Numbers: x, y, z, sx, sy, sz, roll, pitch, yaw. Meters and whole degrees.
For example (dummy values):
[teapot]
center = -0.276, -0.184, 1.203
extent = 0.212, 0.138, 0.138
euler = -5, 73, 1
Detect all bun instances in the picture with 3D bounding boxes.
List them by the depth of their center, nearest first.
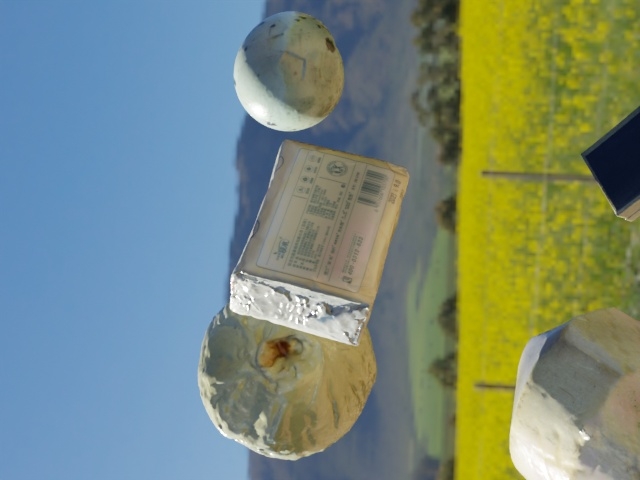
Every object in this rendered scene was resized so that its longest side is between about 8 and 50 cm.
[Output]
[bun]
center = -0.045, 0.145, 1.455
extent = 0.134, 0.220, 0.220
euler = 90, -176, -64

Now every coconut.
[coconut]
center = 0.447, 0.274, 1.951
extent = 0.352, 0.352, 0.353
euler = 2, -90, -84

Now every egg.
[egg]
center = -0.032, -0.201, 1.412
extent = 0.131, 0.131, 0.164
euler = 85, -168, -48

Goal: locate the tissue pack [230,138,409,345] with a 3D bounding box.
[tissue pack]
center = 0.000, 0.000, 1.295
extent = 0.092, 0.148, 0.196
euler = 99, -172, -51

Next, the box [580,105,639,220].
[box]
center = 0.303, -0.071, 1.170
extent = 0.035, 0.079, 0.083
euler = 12, -135, -47
